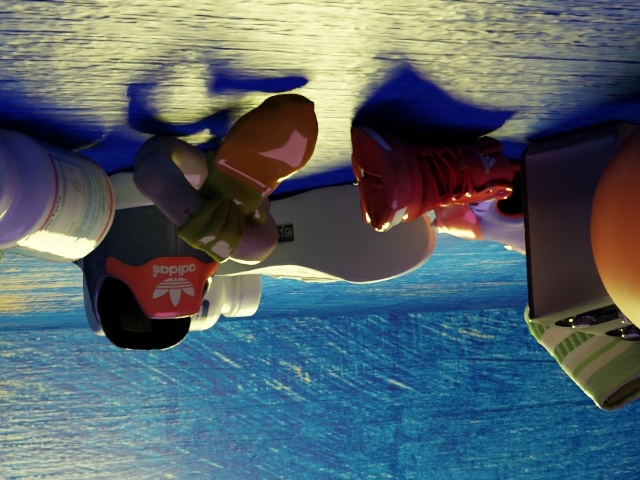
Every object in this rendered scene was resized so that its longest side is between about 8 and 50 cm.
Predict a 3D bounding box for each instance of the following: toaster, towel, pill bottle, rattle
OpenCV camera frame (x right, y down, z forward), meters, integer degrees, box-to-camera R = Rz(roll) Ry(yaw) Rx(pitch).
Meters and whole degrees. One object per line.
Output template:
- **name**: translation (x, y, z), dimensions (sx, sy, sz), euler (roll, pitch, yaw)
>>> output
- **toaster**: translation (0.261, -0.010, 1.193), dimensions (0.110, 0.186, 0.168), euler (-15, 160, 43)
- **towel**: translation (0.334, 0.050, 1.372), dimensions (0.248, 0.038, 0.325), euler (-35, -166, 1)
- **pill bottle**: translation (-0.219, -0.033, 0.999), dimensions (0.087, 0.087, 0.160), euler (-7, 172, 16)
- **pill bottle**: translation (-0.168, 0.049, 1.567), dimensions (0.186, 0.112, 0.112), euler (-1, 172, -23)
- **rattle**: translation (-0.056, -0.070, 1.048), dimensions (0.130, 0.143, 0.199), euler (26, -165, 10)

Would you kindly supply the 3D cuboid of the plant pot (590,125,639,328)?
- **plant pot**: translation (0.320, -0.006, 0.957), dimensions (0.274, 0.275, 0.243), euler (-3, -178, -9)

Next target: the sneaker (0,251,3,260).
- **sneaker**: translation (-0.389, -0.014, 1.192), dimensions (0.223, 0.083, 0.098), euler (-5, 150, -17)

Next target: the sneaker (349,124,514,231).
- **sneaker**: translation (0.093, -0.061, 1.084), dimensions (0.128, 0.087, 0.221), euler (-13, -175, -1)

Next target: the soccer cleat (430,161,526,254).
- **soccer cleat**: translation (0.204, -0.032, 1.318), dimensions (0.095, 0.083, 0.248), euler (-17, 163, 42)

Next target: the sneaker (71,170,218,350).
- **sneaker**: translation (-0.179, 0.034, 1.307), dimensions (0.131, 0.148, 0.350), euler (-3, 173, -15)

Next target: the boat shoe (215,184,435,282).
- **boat shoe**: translation (0.000, 0.000, 1.376), dimensions (0.267, 0.096, 0.088), euler (-7, 176, 29)
